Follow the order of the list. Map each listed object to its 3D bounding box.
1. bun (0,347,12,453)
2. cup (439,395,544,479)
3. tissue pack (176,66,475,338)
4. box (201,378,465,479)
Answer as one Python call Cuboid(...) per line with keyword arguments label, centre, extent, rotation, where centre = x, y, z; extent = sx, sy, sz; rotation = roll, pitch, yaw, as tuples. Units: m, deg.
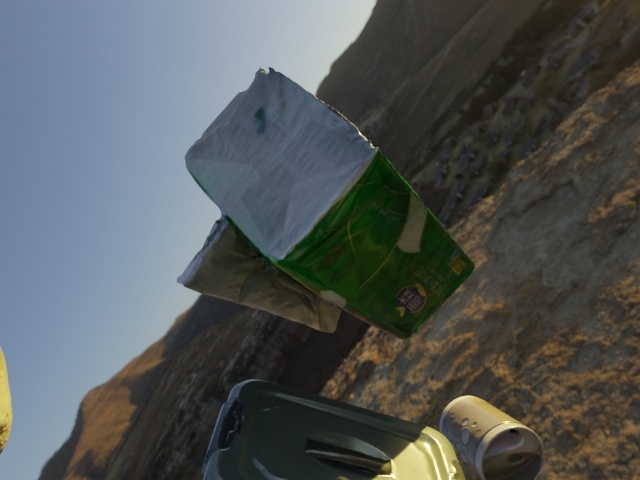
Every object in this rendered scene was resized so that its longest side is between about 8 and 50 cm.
Cuboid(label="bun", centre=(-0.364, 0.140, 0.396), extent=(0.239, 0.239, 0.141), rotation=(-58, 30, 3))
Cuboid(label="cup", centre=(0.187, 0.231, 0.576), extent=(0.074, 0.102, 0.099), rotation=(-26, 10, -11))
Cuboid(label="tissue pack", centre=(-0.002, -0.001, 0.430), extent=(0.156, 0.148, 0.209), rotation=(-47, -38, 6))
Cuboid(label="box", centre=(0.004, 0.175, 0.344), extent=(0.124, 0.172, 0.092), rotation=(-84, 12, -73))
